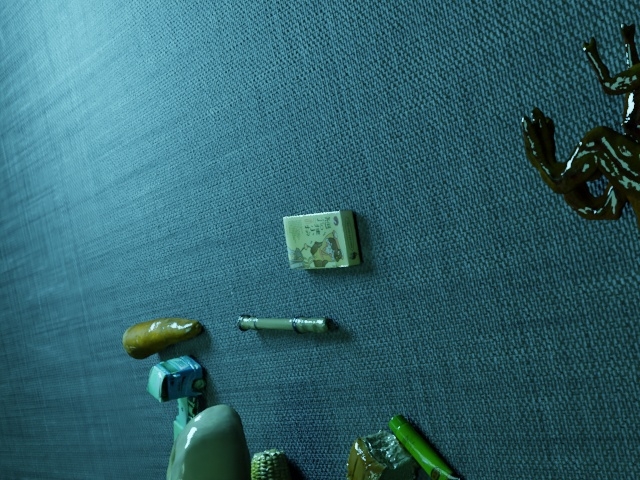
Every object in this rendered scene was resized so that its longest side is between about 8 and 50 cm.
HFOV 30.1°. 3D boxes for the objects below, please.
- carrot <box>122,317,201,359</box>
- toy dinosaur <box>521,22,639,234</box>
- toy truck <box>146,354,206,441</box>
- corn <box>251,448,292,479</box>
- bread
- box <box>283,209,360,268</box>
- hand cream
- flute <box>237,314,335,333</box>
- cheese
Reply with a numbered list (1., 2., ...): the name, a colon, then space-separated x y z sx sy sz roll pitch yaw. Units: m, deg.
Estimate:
1. carrot: -0.252 0.154 1.951 0.210 0.061 0.061 -19 83 52
2. toy dinosaur: 0.281 -0.049 1.027 0.208 0.097 0.432 -6 97 48
3. toy truck: -0.233 0.278 1.923 0.067 0.081 0.175 27 120 54
4. corn: -0.064 0.383 1.709 0.085 0.063 0.165 104 156 -86
5. bread: 0.071 0.285 1.458 0.070 0.077 0.083 34 127 45
6. box: 0.000 0.000 1.539 0.149 0.020 0.073 -6 93 57
7. hand cream: 0.125 0.255 1.417 0.122 0.023 0.036 47 132 35
8. flute: -0.049 0.115 1.643 0.233 0.027 0.027 -5 95 57
9. cheese: -0.155 0.376 1.674 0.351 0.130 0.328 -142 50 -77
